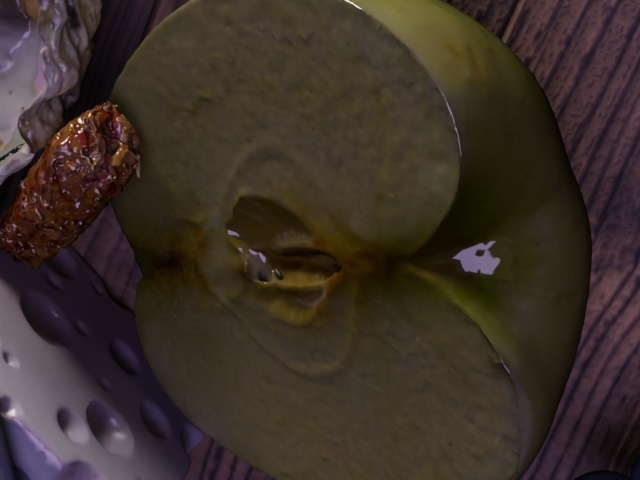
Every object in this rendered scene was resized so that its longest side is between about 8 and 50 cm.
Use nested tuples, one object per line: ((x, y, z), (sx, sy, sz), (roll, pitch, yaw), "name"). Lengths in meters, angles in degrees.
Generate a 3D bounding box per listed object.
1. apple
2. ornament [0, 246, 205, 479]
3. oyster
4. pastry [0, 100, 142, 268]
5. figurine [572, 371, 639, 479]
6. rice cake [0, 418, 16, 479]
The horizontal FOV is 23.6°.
((0.000, 0.000, 1.054), (0.360, 0.320, 0.312), (1, 156, 46), "apple")
((-0.265, 0.159, 1.182), (0.239, 0.240, 0.240), (-38, 100, 19), "ornament")
((-0.231, -0.166, 1.128), (0.201, 0.107, 0.354), (42, 122, 41), "oyster")
((-0.182, -0.031, 1.101), (0.063, 0.087, 0.169), (47, 138, 1), "pastry")
((0.307, 0.236, 1.173), (0.175, 0.197, 0.265), (-18, 112, 39), "figurine")
((-0.292, 0.141, 1.031), (0.189, 0.037, 0.198), (-10, 108, 12), "rice cake")
